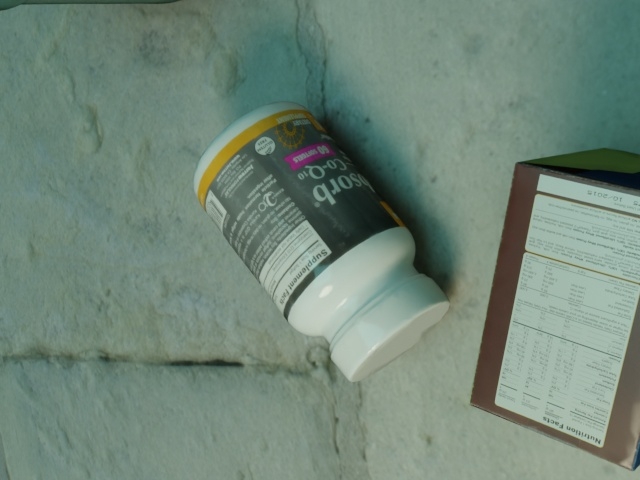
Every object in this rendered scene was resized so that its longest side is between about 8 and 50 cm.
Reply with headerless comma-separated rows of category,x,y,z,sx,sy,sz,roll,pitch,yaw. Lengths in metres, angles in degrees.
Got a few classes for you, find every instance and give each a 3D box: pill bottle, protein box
pill bottle,0.000,0.000,0.877,0.278,0.162,0.162,51,124,18
protein box,0.241,0.041,0.672,0.136,0.199,0.201,19,109,34

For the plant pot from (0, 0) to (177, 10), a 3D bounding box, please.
plant pot,-0.285,-0.405,0.916,0.341,0.334,0.341,7,101,37
